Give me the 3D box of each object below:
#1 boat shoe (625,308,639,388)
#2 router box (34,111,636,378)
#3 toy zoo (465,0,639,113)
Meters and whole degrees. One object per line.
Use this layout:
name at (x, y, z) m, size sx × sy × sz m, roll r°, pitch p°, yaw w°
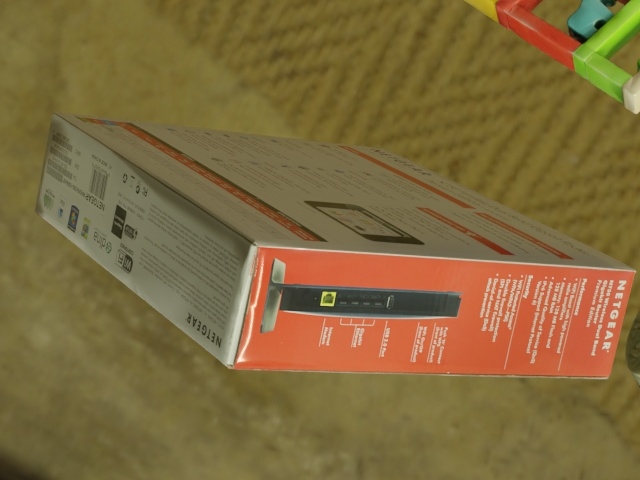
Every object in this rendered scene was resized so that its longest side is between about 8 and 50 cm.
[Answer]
boat shoe at (0.495, 0.028, 1.567) m, size 0.156 × 0.187 × 0.500 m, roll 37°, pitch 130°, yaw -19°
router box at (0.000, 0.000, 1.261) m, size 0.301 × 0.335 × 0.082 m, roll 5°, pitch 105°, yaw -31°
toy zoo at (0.227, -0.251, 1.550) m, size 0.293 × 0.192 × 0.030 m, roll 38°, pitch 164°, yaw 30°
